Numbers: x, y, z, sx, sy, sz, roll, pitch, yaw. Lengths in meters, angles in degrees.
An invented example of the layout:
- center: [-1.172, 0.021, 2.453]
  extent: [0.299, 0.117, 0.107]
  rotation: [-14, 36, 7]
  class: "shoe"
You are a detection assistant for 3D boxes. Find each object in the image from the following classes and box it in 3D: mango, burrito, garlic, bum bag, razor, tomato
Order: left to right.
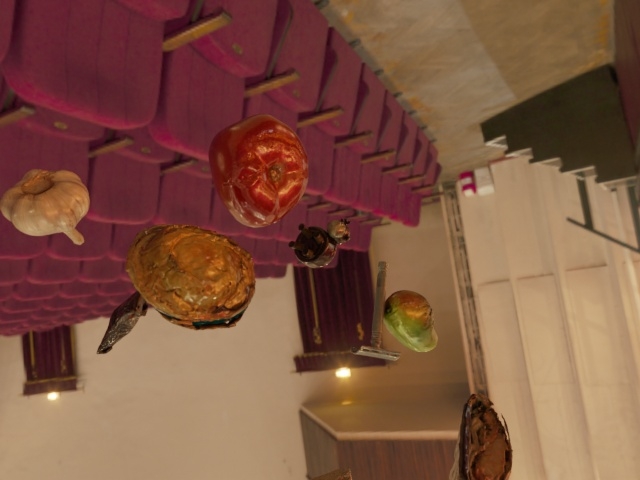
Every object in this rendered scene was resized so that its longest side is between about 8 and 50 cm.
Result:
- center: [-0.669, -0.063, 1.290]
  extent: [0.199, 0.199, 0.226]
  rotation: [-7, 140, -4]
  class: "garlic"
- center: [-0.503, 0.201, 1.310]
  extent: [0.069, 0.102, 0.248]
  rotation: [30, 126, -26]
  class: "bum bag"
- center: [-0.173, -0.187, 1.376]
  extent: [0.298, 0.299, 0.226]
  rotation: [-1, -175, -43]
  class: "tomato"
- center: [0.142, 0.165, 1.230]
  extent: [0.106, 0.232, 0.068]
  rotation: [14, 161, -18]
  class: "razor"
- center: [0.236, 0.206, 1.301]
  extent: [0.125, 0.111, 0.233]
  rotation: [-38, 128, 12]
  class: "mango"
- center: [0.291, 0.491, 0.980]
  extent: [0.107, 0.348, 0.175]
  rotation: [13, -176, 0]
  class: "burrito"

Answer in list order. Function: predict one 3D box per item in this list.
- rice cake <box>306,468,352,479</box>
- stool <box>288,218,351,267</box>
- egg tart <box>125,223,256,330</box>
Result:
- center: [-0.042, 0.633, 1.276]
  extent: [0.256, 0.052, 0.057]
  rotation: [-13, 146, -13]
  class: "rice cake"
- center: [0.000, 0.000, 1.581]
  extent: [0.217, 0.125, 0.121]
  rotation: [-33, 145, 9]
  class: "stool"
- center: [-0.258, 0.056, 1.065]
  extent: [0.290, 0.291, 0.107]
  rotation: [-2, 141, -38]
  class: "egg tart"
